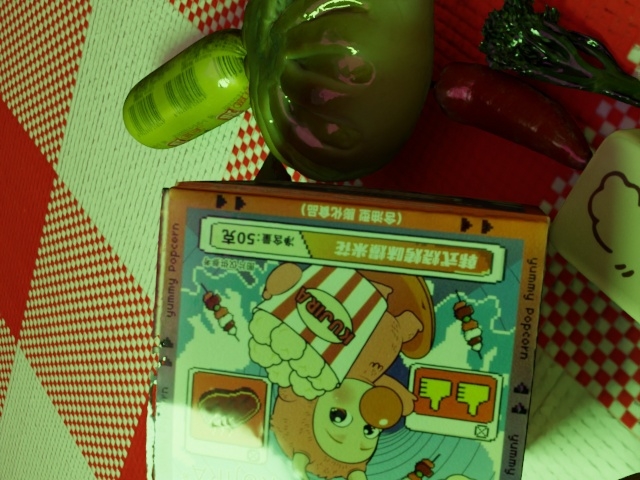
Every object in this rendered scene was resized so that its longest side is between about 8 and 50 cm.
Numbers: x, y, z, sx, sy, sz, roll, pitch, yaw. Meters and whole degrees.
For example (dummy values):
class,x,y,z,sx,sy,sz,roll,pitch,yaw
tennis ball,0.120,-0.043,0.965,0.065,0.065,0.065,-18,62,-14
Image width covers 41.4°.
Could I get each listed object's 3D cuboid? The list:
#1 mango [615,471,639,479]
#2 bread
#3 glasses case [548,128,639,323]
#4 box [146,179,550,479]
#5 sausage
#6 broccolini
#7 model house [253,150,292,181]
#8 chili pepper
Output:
class,x,y,z,sx,sy,sz,roll,pitch,yaw
mango,0.362,0.295,0.672,0.378,0.264,0.221,-22,36,43
bread,0.000,-0.228,1.014,0.333,0.160,0.333,-5,84,60
glasses case,0.366,0.044,0.749,0.336,0.076,0.144,46,128,33
box,0.038,0.106,0.861,0.348,0.257,0.319,7,97,11
sausage,-0.191,-0.223,1.280,0.347,0.123,0.123,-15,85,48
broccolini,0.251,-0.176,0.865,0.202,0.091,0.068,41,168,21
model house,0.000,0.000,1.089,0.135,0.207,0.219,-1,117,19
chili pepper,0.194,-0.145,0.915,0.272,0.063,0.071,36,110,41
